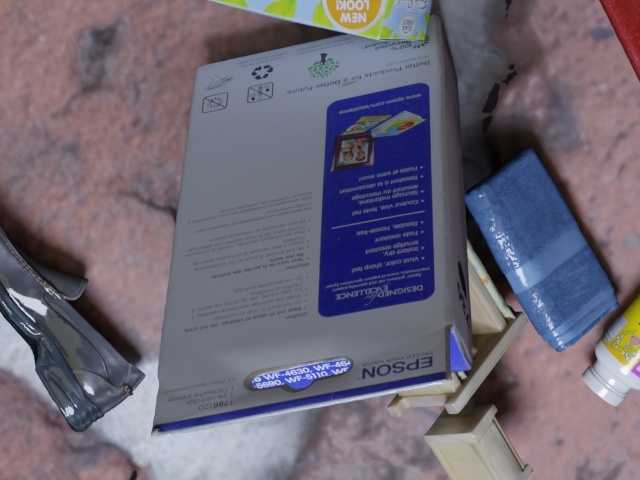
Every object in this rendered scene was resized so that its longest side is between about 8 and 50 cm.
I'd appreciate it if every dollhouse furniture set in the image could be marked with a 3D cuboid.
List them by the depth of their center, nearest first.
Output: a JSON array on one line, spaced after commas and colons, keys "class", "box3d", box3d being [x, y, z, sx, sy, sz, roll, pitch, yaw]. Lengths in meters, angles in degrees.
[{"class": "dollhouse furniture set", "box3d": [0.046, 0.067, 1.249, 0.161, 0.101, 0.182, -8, 121, 46]}]

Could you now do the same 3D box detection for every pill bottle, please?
[{"class": "pill bottle", "box3d": [0.203, 0.064, 1.222, 0.043, 0.043, 0.083, 40, 104, 2]}]

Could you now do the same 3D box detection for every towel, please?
[{"class": "towel", "box3d": [0.137, 0.007, 1.216, 0.029, 0.067, 0.119, -22, 100, 53]}]

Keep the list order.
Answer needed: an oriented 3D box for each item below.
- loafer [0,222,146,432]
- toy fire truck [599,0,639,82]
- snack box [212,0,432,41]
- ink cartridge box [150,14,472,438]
[{"class": "loafer", "box3d": [-0.181, 0.041, 1.285, 0.061, 0.062, 0.170, -31, 97, -9]}, {"class": "toy fire truck", "box3d": [0.287, -0.204, 1.116, 0.302, 0.169, 0.254, -28, 75, 12]}, {"class": "snack box", "box3d": [-0.005, -0.238, 1.172, 0.174, 0.070, 0.207, 16, 103, 27]}, {"class": "ink cartridge box", "box3d": [0.000, 0.000, 1.113, 0.165, 0.332, 0.065, -10, 128, 12]}]
